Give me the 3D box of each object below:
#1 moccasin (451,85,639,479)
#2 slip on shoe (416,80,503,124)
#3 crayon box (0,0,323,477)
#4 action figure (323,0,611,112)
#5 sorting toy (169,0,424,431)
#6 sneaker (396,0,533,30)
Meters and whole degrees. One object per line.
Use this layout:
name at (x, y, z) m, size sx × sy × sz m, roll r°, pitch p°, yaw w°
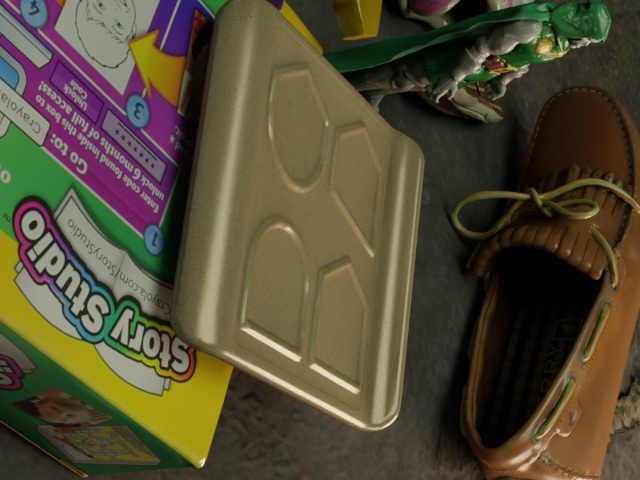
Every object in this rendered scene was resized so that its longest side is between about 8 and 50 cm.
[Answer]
moccasin at (0.190, 0.026, 1.152) m, size 0.147 × 0.139 × 0.380 m, roll 45°, pitch 57°, yaw -44°
slip on shoe at (0.121, -0.125, 1.178) m, size 0.135 × 0.041 × 0.051 m, roll 2°, pitch 71°, yaw -67°
crayon box at (-0.163, -0.090, 0.749) m, size 0.363 × 0.106 × 0.313 m, roll 46°, pitch 48°, yaw -41°
action figure at (0.109, -0.134, 1.012) m, size 0.137 × 0.232 × 0.063 m, roll -6°, pitch 84°, yaw -50°
sorting toy at (-0.005, -0.053, 0.854) m, size 0.229 × 0.041 × 0.307 m, roll 33°, pitch 58°, yaw -53°
sneaker at (0.097, -0.249, 1.135) m, size 0.252 × 0.103 × 0.111 m, roll 44°, pitch 47°, yaw -32°
